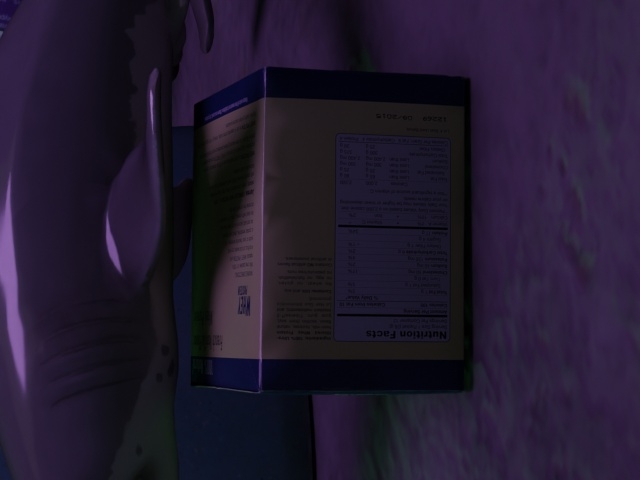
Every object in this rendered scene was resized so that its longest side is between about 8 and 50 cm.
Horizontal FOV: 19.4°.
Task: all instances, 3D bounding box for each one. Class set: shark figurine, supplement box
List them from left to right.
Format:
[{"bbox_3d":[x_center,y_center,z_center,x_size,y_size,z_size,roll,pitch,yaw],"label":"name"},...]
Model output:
[{"bbox_3d":[-0.092,-0.046,0.571,0.166,0.116,0.278,94,176,-51],"label":"shark figurine"},{"bbox_3d":[0.000,0.000,0.514,0.083,0.056,0.083,169,102,-73],"label":"supplement box"}]

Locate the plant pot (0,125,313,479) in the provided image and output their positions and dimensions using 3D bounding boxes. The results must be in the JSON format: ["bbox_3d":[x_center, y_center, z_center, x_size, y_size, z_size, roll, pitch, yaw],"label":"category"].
[{"bbox_3d":[-0.136,0.099,0.727,0.290,0.195,0.290,180,90,-74],"label":"plant pot"}]

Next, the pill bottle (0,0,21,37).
[{"bbox_3d":[-0.130,-0.096,0.866,0.108,0.108,0.194,-115,30,-55],"label":"pill bottle"}]
